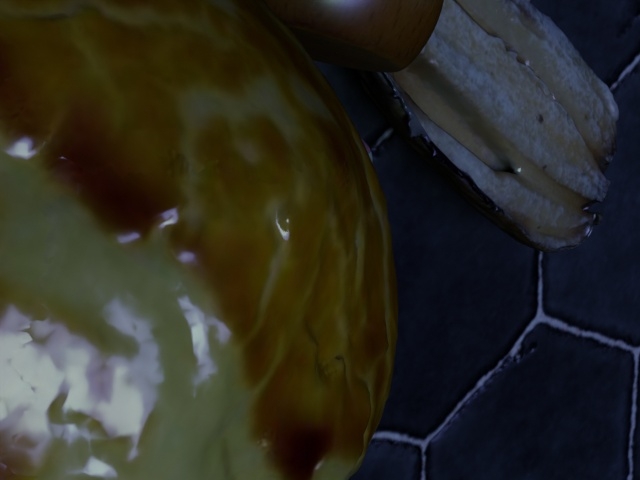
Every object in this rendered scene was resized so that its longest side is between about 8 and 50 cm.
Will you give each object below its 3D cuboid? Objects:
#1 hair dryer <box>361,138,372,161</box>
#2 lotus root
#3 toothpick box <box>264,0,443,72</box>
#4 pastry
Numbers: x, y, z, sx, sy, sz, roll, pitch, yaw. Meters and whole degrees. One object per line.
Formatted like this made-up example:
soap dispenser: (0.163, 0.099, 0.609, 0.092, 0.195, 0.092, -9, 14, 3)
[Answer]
hair dryer: (-0.004, 0.006, 0.942, 0.106, 0.054, 0.154, -36, 135, -27)
lotus root: (0.094, -0.112, 0.952, 0.329, 0.078, 0.167, 41, 60, -36)
toothpick box: (0.019, -0.253, 0.746, 0.192, 0.192, 0.294, 14, 92, -40)
pastry: (-0.132, 0.004, 0.619, 0.312, 0.388, 0.388, -44, 133, 19)
